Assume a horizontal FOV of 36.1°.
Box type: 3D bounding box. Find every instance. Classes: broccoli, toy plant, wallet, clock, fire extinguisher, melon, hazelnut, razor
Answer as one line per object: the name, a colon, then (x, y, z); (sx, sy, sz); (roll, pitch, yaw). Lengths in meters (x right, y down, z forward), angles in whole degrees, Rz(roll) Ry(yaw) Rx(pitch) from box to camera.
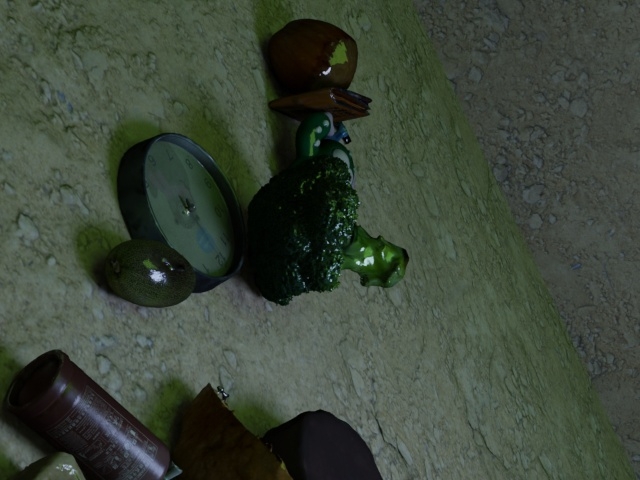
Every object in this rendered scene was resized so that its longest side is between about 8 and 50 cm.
broccoli: (0.000, 0.000, 1.763); (0.297, 0.297, 0.298); (29, 41, -23)
toy plant: (0.005, -0.143, 2.092); (0.233, 0.112, 0.243); (60, 40, -37)
wallet: (0.006, -0.292, 2.164); (0.195, 0.160, 0.042); (7, 75, -60)
clock: (-0.223, -0.049, 1.642); (0.280, 0.055, 0.281); (43, 34, -39)
fire extinguisher: (-0.275, 0.259, 1.249); (0.269, 0.104, 0.105); (51, 30, -31)
melon: (-0.250, 0.050, 1.461); (0.162, 0.099, 0.099); (21, 51, -55)
hazelnut: (-0.010, -0.414, 2.214); (0.210, 0.186, 0.210); (14, 71, -47)
razor: (0.025, -0.237, 2.295); (0.082, 0.042, 0.253); (63, 26, -11)

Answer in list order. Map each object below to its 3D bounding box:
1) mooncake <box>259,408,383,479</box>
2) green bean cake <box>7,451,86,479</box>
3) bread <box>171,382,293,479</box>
mooncake: (-0.002, 0.412, 1.557); (0.283, 0.141, 0.283); (47, 21, -25)
green bean cake: (-0.327, 0.328, 1.093); (0.109, 0.085, 0.179); (60, 25, -10)
bread: (-0.132, 0.328, 1.407); (0.260, 0.134, 0.129); (41, -19, 49)
